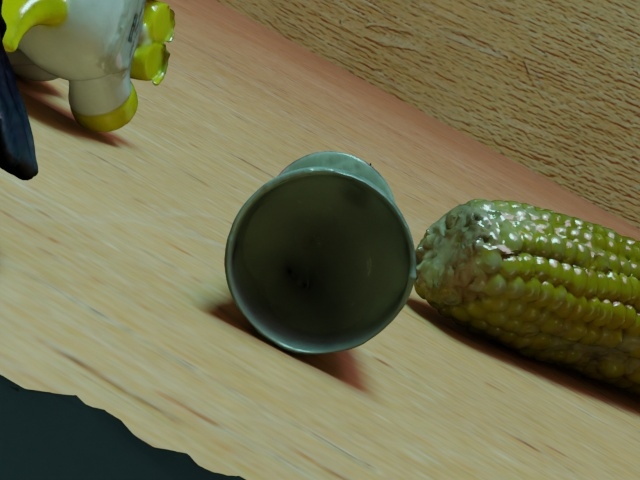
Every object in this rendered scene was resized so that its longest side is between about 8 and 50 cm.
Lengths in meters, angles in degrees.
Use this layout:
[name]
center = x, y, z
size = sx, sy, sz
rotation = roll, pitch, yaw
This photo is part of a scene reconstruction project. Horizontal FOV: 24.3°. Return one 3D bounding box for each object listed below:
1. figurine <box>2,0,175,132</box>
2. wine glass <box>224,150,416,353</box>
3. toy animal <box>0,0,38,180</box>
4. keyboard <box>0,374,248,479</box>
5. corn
[figurine]
center = -0.165, -0.128, 0.808
size = 0.129, 0.109, 0.178
rotation = 3, 14, -46
[wine glass]
center = 0.000, 0.000, 0.631
size = 0.073, 0.073, 0.155
rotation = 27, 6, -3
[toy animal]
center = -0.147, -0.109, 0.465
size = 0.116, 0.180, 0.218
rotation = 0, 15, -10
[keyboard]
center = -0.055, 0.055, 0.329
size = 0.196, 0.015, 0.074
rotation = 25, 13, -17
[corn]
center = 0.189, 0.048, 0.853
size = 0.319, 0.097, 0.097
rotation = 20, 12, -33
